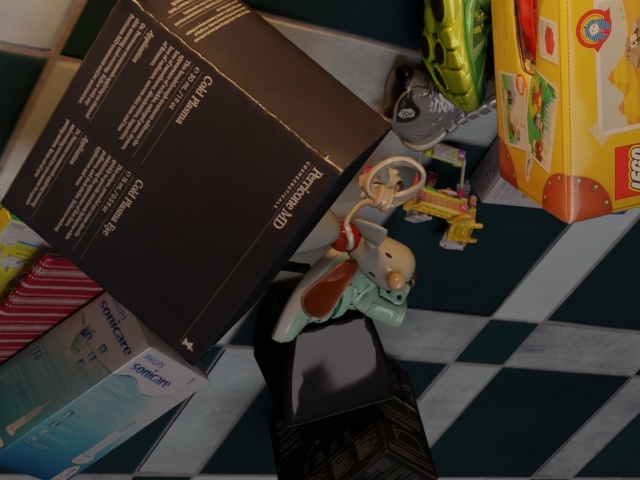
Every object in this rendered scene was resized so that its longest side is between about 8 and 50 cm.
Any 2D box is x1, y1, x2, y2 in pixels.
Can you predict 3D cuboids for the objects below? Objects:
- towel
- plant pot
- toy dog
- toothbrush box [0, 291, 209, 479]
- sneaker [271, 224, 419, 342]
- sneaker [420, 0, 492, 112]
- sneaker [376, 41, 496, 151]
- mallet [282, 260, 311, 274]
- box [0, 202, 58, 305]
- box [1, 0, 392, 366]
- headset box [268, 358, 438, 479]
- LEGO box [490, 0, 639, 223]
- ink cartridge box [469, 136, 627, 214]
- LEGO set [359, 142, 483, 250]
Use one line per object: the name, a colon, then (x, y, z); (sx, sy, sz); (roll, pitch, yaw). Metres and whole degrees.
towel: (-0.396, 0.109, 1.859); (0.275, 0.031, 0.199); (-46, 152, 26)
plant pot: (0.000, 0.153, 2.055); (0.187, 0.188, 0.167); (-14, 129, -13)
toy dog: (0.000, 0.000, 1.759); (0.333, 0.161, 0.220); (5, 123, -18)
toothbrush box: (-0.347, 0.221, 1.928); (0.295, 0.126, 0.216); (-35, 153, 6)
sneaker: (0.046, 0.092, 1.918); (0.256, 0.151, 0.094); (-45, 171, -36)
sneaker: (0.191, -0.292, 1.638); (0.123, 0.109, 0.295); (-24, 130, -19)
sneaker: (0.173, -0.218, 1.768); (0.228, 0.086, 0.132); (-39, 138, 20)
mallet: (-0.097, 0.037, 1.865); (0.189, 0.039, 0.062); (19, 118, -42)
box: (-0.434, 0.028, 1.767); (0.105, 0.043, 0.179); (20, 123, -44)
box: (-0.150, -0.089, 1.534); (0.343, 0.312, 0.179); (-51, 176, 31)
headset box: (0.047, 0.352, 2.235); (0.131, 0.283, 0.246); (34, 114, -31)
LEGO box: (0.405, -0.316, 1.525); (0.372, 0.193, 0.500); (-13, 114, -15)
ink cartridge box: (0.405, -0.129, 2.019); (0.311, 0.065, 0.186); (6, 133, -31)
LEGO set: (0.187, -0.073, 1.968); (0.132, 0.107, 0.287); (-5, 161, 36)
